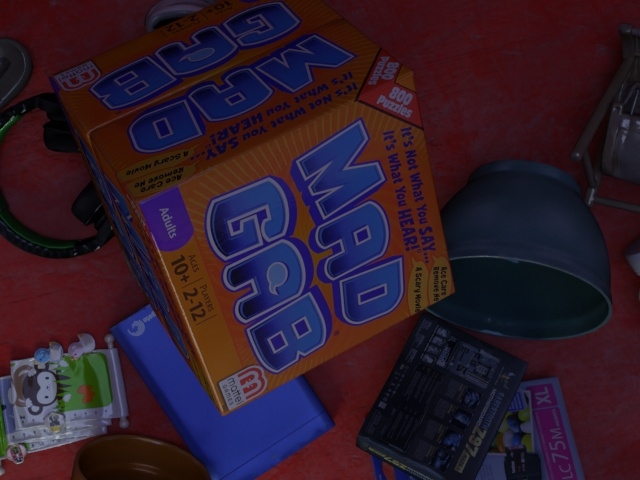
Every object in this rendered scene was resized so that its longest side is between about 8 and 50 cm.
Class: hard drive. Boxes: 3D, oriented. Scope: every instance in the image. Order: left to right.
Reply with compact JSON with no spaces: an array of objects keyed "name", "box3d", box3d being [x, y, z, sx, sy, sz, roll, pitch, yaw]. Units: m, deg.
[{"name":"hard drive","box3d":[-0.150,0.210,1.824,0.210,0.040,0.319,-33,96,-2]}]

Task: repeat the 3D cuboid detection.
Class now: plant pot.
[{"name":"plant pot","box3d":[-0.283,0.423,1.758,0.205,0.205,0.188,14,107,-6]},{"name":"plant pot","box3d":[0.292,0.003,1.751,0.293,0.293,0.196,14,65,-6]}]

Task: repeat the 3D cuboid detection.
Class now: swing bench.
[{"name":"swing bench","box3d":[0.538,-0.164,1.744,0.253,0.165,0.255,16,70,26]}]

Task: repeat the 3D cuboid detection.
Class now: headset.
[{"name":"headset","box3d":[-0.318,-0.126,1.765,0.394,0.185,0.243,-19,101,11]}]

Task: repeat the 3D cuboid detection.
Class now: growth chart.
[{"name":"growth chart","box3d":[-0.412,0.245,1.815,0.237,0.021,0.172,-18,94,-4]}]

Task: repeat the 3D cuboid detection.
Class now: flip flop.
[{"name":"flip flop","box3d":[-0.535,-0.188,1.748,0.112,0.080,0.277,42,89,-6]}]

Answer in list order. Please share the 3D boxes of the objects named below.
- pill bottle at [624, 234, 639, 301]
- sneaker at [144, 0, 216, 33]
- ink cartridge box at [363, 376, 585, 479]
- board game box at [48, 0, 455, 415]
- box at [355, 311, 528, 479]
[{"name":"pill bottle","box3d":[0.591,0.102,1.825,0.152,0.152,0.272,-36,96,-2]},{"name":"sneaker","box3d":[-0.103,-0.270,1.726,0.330,0.146,0.122,15,112,2]},{"name":"ink cartridge box","box3d":[0.234,0.323,1.812,0.311,0.065,0.186,-9,61,-2]},{"name":"board game box","box3d":[-0.087,-0.072,1.544,0.356,0.356,0.356,-27,130,-13]},{"name":"box","box3d":[0.185,0.248,1.781,0.183,0.059,0.233,25,65,11]}]
